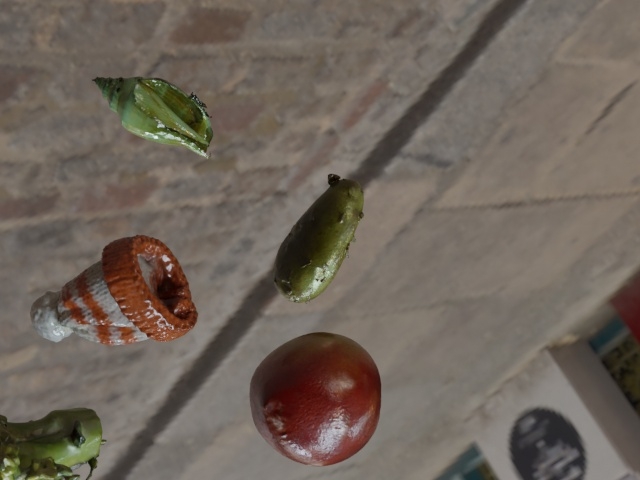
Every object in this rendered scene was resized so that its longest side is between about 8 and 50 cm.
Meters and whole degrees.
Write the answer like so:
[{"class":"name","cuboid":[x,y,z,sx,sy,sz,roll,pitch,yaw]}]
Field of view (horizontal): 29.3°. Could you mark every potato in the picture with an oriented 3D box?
[{"class":"potato","cuboid":[0.000,0.000,1.988,0.090,0.117,0.225,25,96,-48]}]

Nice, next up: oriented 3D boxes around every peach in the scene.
[{"class":"peach","cuboid":[-0.010,0.215,1.642,0.197,0.197,0.197,-26,156,-12]}]

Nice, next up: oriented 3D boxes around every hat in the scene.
[{"class":"hat","cuboid":[-0.209,0.062,1.168,0.162,0.093,0.112,-23,121,20]}]

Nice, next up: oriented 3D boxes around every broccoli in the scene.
[{"class":"broccoli","cuboid":[-0.345,0.223,1.290,0.273,0.242,0.180,-28,152,-27]}]

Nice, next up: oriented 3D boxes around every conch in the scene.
[{"class":"conch","cuboid":[-0.250,-0.198,1.854,0.201,0.079,0.094,17,91,-19]}]
